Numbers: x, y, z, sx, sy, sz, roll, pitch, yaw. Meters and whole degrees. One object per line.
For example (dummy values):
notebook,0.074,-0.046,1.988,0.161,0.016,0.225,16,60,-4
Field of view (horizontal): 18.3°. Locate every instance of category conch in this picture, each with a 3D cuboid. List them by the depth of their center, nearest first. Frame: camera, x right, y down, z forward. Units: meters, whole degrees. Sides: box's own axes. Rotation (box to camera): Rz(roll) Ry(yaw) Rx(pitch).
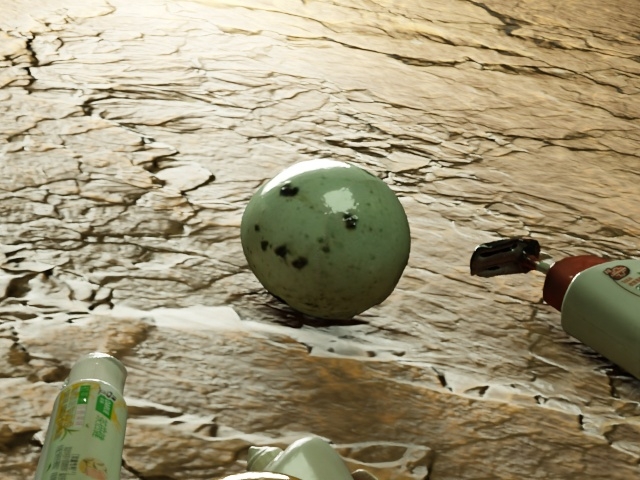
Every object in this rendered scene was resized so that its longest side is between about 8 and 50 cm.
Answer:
conch,0.018,0.189,1.248,0.176,0.094,0.104,28,-10,24

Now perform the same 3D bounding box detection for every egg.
egg,0.000,0.000,1.618,0.131,0.131,0.164,-5,6,-31

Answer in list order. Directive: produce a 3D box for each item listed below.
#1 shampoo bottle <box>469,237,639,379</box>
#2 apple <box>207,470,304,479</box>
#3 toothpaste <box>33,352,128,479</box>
shampoo bottle,0.261,0.065,1.646,0.284,0.071,0.153,26,31,34
apple,-0.043,0.216,1.056,0.199,0.199,0.199,9,25,-4
toothpaste,-0.157,0.168,1.269,0.056,0.058,0.314,50,19,-22
